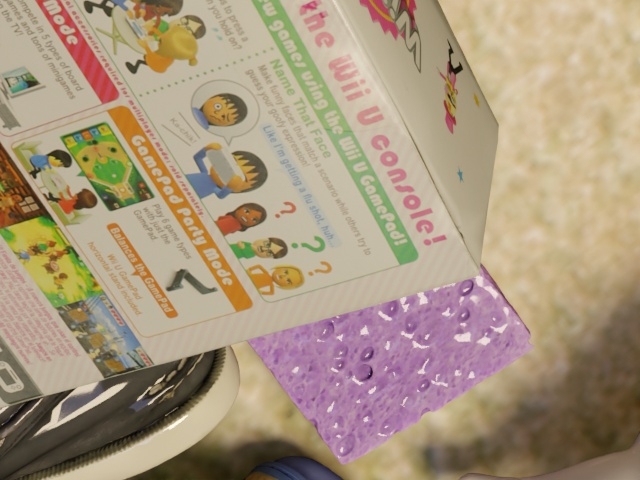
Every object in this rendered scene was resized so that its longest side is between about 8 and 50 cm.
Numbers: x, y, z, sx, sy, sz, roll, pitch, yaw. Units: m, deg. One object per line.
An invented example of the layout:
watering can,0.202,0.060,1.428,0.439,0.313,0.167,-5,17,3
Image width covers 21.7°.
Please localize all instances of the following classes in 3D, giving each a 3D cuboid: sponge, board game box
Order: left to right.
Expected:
board game box,-0.118,-0.058,0.603,0.303,0.097,0.224,-15,124,23
sponge,0.000,0.000,0.821,0.117,0.031,0.210,-34,106,8

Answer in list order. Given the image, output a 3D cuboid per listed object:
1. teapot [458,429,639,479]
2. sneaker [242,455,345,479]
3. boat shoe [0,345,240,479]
teapot,0.243,0.157,0.808,0.252,0.187,0.256,-33,90,-20
sneaker,0.084,0.207,0.864,0.296,0.112,0.131,46,61,-2
boat shoe,-0.211,0.089,0.774,0.340,0.127,0.113,-20,128,1
